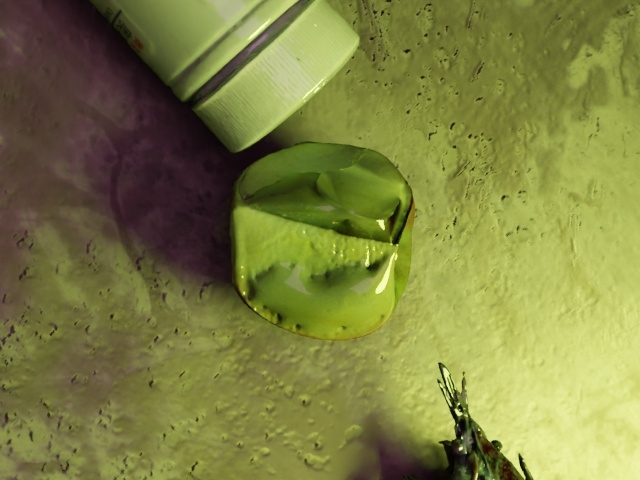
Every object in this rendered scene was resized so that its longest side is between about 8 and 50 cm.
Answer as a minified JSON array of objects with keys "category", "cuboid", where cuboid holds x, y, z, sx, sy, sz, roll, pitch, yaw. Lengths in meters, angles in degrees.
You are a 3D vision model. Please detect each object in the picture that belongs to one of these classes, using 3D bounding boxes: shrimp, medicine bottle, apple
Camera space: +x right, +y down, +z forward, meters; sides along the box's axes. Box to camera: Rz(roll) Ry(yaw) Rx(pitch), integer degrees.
[{"category":"shrimp","cuboid":[0.159,0.315,1.732,0.172,0.137,0.372,-28,93,-30]},{"category":"medicine bottle","cuboid":[-0.129,-0.266,1.694,0.190,0.190,0.332,-43,95,-13]},{"category":"apple","cuboid":[0.000,0.000,1.713,0.188,0.174,0.207,7,85,8]}]
